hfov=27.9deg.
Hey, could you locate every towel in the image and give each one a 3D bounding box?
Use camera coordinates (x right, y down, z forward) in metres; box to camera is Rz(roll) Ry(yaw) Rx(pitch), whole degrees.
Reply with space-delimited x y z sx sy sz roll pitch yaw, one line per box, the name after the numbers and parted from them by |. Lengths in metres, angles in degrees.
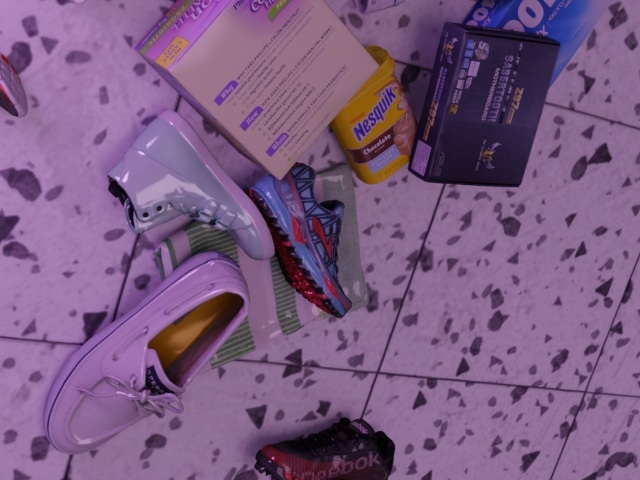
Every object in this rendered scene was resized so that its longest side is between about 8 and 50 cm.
-0.080 0.049 1.908 0.325 0.038 0.248 -21 120 -23 | towel

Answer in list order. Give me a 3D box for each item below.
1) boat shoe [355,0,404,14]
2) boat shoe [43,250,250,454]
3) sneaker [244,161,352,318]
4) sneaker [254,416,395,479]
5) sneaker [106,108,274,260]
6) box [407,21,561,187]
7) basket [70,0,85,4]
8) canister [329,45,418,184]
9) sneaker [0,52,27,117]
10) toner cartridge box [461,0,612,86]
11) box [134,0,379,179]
0.066 -0.412 1.762 0.076 0.083 0.226 -31 125 -19 | boat shoe
-0.231 0.183 1.769 0.367 0.156 0.136 -41 120 3 | boat shoe
0.000 0.000 1.857 0.125 0.104 0.262 -40 126 -17 | sneaker
0.015 0.342 2.066 0.276 0.097 0.135 16 102 -39 | sneaker
-0.182 -0.036 1.754 0.151 0.094 0.256 -45 112 -14 | sneaker
0.242 -0.197 1.899 0.183 0.059 0.232 2 113 -33 | box
-0.312 -0.381 1.520 0.113 0.103 0.167 -44 128 -9 | basket
0.075 -0.180 1.882 0.126 0.073 0.170 -39 128 -12 | canister
-0.422 -0.205 1.572 0.065 0.061 0.158 -28 127 13 | sneaker
0.355 -0.380 1.969 0.165 0.075 0.348 35 91 -39 | toner cartridge box
-0.082 -0.245 1.723 0.213 0.117 0.243 -49 129 -4 | box
